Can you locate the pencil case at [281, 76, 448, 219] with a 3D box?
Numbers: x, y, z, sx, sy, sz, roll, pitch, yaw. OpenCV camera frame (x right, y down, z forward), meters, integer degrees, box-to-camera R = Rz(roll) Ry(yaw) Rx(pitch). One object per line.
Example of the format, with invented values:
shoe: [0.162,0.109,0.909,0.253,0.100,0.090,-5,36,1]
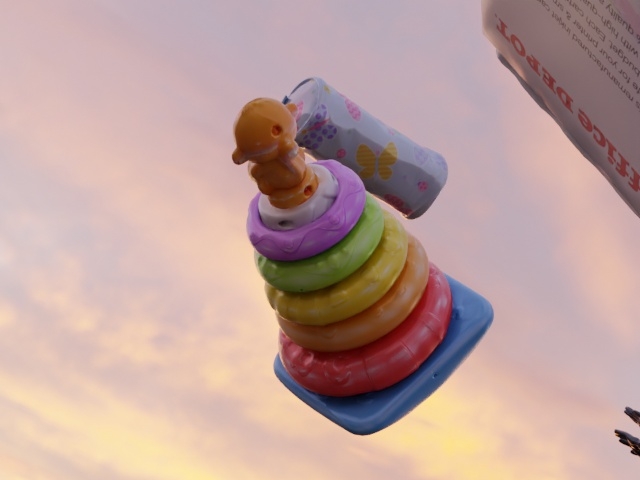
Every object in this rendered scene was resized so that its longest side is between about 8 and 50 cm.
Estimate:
pencil case: [0.063,-0.138,1.994,0.273,0.113,0.124,29,11,-29]

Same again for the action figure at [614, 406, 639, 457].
action figure: [0.346,0.060,1.073,0.141,0.275,0.164,38,-12,27]

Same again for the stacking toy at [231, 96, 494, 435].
stacking toy: [0.000,0.000,1.107,0.166,0.175,0.302,31,-23,49]

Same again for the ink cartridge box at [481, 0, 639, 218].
ink cartridge box: [0.170,-0.151,0.622,0.201,0.117,0.278,56,-11,33]
